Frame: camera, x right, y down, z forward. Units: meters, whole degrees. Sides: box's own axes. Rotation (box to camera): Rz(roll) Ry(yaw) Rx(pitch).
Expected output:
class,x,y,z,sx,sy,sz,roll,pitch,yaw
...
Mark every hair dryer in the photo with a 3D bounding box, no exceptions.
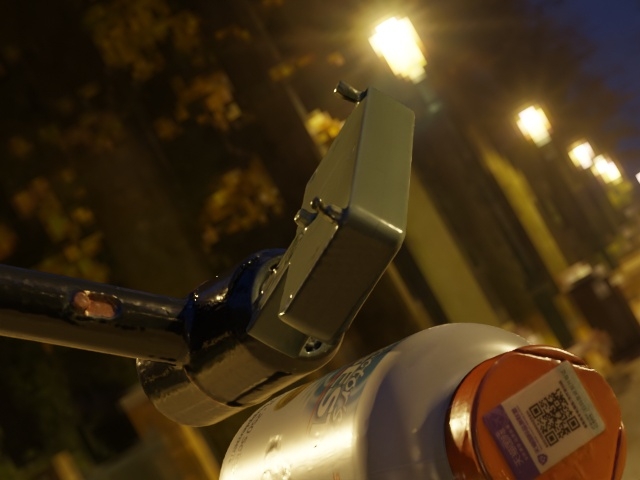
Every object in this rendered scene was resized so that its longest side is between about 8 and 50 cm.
class,x,y,z,sx,sy,sz,roll,pitch,yaw
hair dryer,-0.168,0.055,1.437,0.352,0.107,0.189,11,-24,-29

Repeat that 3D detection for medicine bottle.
class,x,y,z,sx,sy,sz,roll,pitch,yaw
medicine bottle,0.060,0.138,1.115,0.157,0.157,0.289,-27,-2,-30

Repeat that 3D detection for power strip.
class,x,y,z,sx,sy,sz,roll,pitch,yaw
power strip,0.000,0.000,1.170,0.145,0.061,0.215,-59,7,22
